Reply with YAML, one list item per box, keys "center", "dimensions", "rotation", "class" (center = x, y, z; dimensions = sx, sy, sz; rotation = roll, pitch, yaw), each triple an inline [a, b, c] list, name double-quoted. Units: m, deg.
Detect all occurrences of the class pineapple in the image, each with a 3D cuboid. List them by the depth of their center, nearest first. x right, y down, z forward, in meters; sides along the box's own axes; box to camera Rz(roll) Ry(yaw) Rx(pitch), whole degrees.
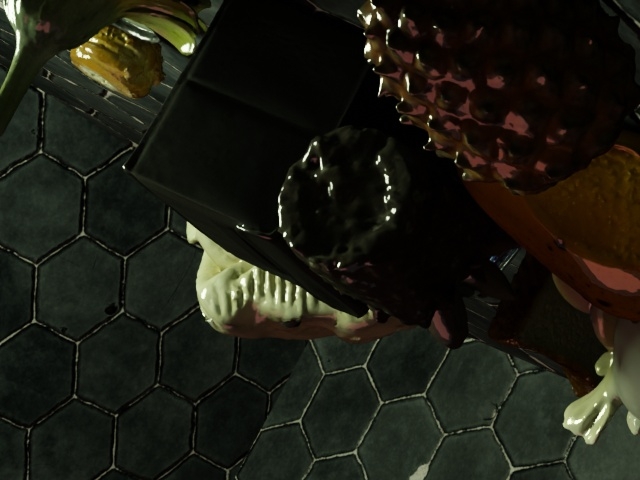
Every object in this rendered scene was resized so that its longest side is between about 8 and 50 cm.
- center: [0.069, -0.191, 1.072]
  dimensions: [0.361, 0.175, 0.175]
  rotation: [46, 168, -19]
  class: "pineapple"

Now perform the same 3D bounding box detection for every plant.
- center: [0.084, -0.006, 1.588]
  dimensions: [0.194, 0.181, 0.321]
  rotation: [30, 178, 31]
  class: "plant"
- center: [-0.265, -0.265, 1.691]
  dimensions: [0.306, 0.297, 0.261]
  rotation: [14, -166, 33]
  class: "plant"

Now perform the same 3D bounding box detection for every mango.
- center: [0.258, -0.033, 1.459]
  dimensions: [0.290, 0.160, 0.191]
  rotation: [32, -178, 18]
  class: "mango"

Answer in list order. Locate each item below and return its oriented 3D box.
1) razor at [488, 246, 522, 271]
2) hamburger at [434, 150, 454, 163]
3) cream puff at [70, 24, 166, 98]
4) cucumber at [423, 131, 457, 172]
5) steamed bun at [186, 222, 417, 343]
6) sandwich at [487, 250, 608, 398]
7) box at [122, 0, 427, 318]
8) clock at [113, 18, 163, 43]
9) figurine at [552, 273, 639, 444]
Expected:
- center: [0.145, -0.064, 2.210]
  dimensions: [0.324, 0.093, 0.056]
  rotation: [32, -151, -3]
  class: "razor"
- center: [0.146, -0.118, 1.565]
  dimensions: [0.054, 0.084, 0.121]
  rotation: [29, 173, 8]
  class: "hamburger"
- center: [-0.287, -0.270, 2.179]
  dimensions: [0.144, 0.103, 0.126]
  rotation: [26, 169, 22]
  class: "cream puff"
- center: [0.235, -0.070, 1.639]
  dimensions: [0.300, 0.072, 0.072]
  rotation: [22, 171, 45]
  class: "cucumber"
- center: [0.000, 0.000, 2.039]
  dimensions: [0.394, 0.346, 0.237]
  rotation: [46, -173, 21]
  class: "steamed bun"
- center: [0.340, 0.098, 2.038]
  dimensions: [0.215, 0.186, 0.065]
  rotation: [30, 172, -33]
  class: "sandwich"
- center: [-0.022, -0.095, 1.749]
  dimensions: [0.204, 0.251, 0.345]
  rotation: [26, 172, 24]
  class: "box"
- center: [-0.277, -0.320, 2.004]
  dimensions: [0.184, 0.040, 0.184]
  rotation: [28, 175, 3]
  class: "clock"
- center: [0.349, 0.090, 1.718]
  dimensions: [0.227, 0.274, 0.394]
  rotation: [35, -170, -26]
  class: "figurine"
